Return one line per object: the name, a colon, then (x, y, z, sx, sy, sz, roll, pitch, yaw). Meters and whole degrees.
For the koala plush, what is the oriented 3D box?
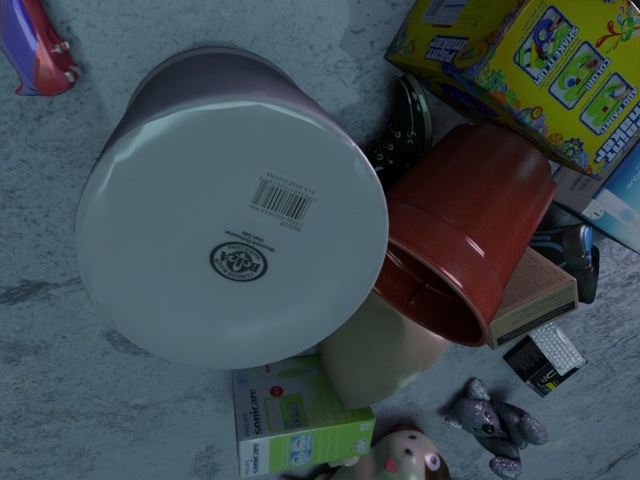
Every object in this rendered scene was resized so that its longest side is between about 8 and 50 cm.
koala plush: (0.477, 0.522, 1.206, 0.221, 0.203, 0.196, 30, 98, -6)

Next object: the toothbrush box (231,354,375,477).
toothbrush box: (-0.048, 0.376, 0.936, 0.283, 0.206, 0.122, -4, 119, -13)

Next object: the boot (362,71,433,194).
boot: (0.100, -0.160, 0.743, 0.178, 0.085, 0.236, -18, 137, -4)

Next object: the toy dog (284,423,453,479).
toy dog: (0.166, 0.696, 1.133, 0.408, 0.284, 0.395, -45, 120, 8)

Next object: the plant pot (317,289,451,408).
plant pot: (0.100, 0.170, 0.859, 0.284, 0.284, 0.191, -36, 89, 5)

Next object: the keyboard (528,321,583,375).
keyboard: (0.571, 0.228, 1.076, 0.072, 0.014, 0.256, -38, 92, 10)

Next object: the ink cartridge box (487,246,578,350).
ink cartridge box: (0.374, 0.091, 0.885, 0.193, 0.234, 0.088, -26, 121, 0)

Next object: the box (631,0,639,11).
box: (0.448, -0.526, 0.601, 0.296, 0.183, 0.294, 24, 110, -28)

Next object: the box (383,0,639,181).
box: (0.299, -0.269, 0.636, 0.279, 0.290, 0.177, 24, 109, -25)

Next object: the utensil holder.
utensil holder: (-0.120, -0.071, 0.569, 0.327, 0.385, 0.327, -7, 120, -12)

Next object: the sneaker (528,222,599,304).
sneaker: (0.584, 0.053, 1.007, 0.341, 0.140, 0.125, 41, 60, -44)

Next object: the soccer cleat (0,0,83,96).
soccer cleat: (-0.405, -0.311, 0.539, 0.095, 0.083, 0.248, -14, 123, -3)

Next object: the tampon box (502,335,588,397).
tampon box: (0.623, 0.331, 1.163, 0.120, 0.101, 0.161, 38, 103, -29)

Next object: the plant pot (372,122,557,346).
plant pot: (0.208, -0.025, 0.661, 0.265, 0.272, 0.272, -49, 122, -15)

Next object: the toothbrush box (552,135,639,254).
toothbrush box: (0.683, -0.114, 0.927, 0.295, 0.126, 0.216, 23, 109, -27)
